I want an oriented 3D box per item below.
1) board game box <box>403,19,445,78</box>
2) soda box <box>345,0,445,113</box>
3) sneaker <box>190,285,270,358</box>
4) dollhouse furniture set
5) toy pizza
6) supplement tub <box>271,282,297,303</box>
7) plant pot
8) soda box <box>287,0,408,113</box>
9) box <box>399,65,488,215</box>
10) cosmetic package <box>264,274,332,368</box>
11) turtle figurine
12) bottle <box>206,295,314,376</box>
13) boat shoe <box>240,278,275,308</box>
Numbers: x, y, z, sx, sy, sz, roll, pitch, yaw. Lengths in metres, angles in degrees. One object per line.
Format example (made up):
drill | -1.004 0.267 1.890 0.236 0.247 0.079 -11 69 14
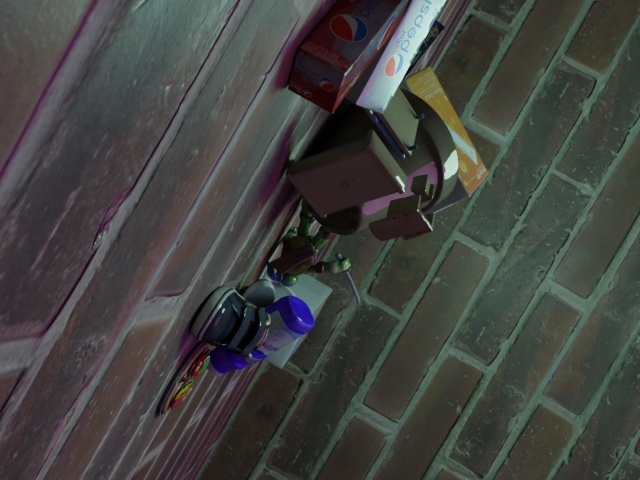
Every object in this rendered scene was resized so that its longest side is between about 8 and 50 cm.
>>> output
board game box | 0.265 -0.525 2.119 0.165 0.042 0.243 -51 -177 3
soda box | 0.125 -0.382 1.357 0.091 0.098 0.286 5 121 -51
sneaker | -0.179 0.178 1.609 0.126 0.127 0.321 -58 174 -2
dollhouse furniture set | 0.103 -0.193 1.590 0.198 0.286 0.303 -15 -138 32
toy pizza | -0.300 0.314 1.704 0.201 0.032 0.201 -59 175 -8
supplement tub | -0.130 0.198 2.085 0.144 0.144 0.199 -58 175 -16
plant pot | 0.114 -0.157 1.761 0.280 0.323 0.323 -38 163 -33
soda box | 0.051 -0.325 1.190 0.263 0.083 0.092 -56 173 -33
box | 0.278 -0.265 2.023 0.168 0.345 0.215 -26 -172 33
cosmetic package | -0.106 0.261 2.629 0.230 0.161 0.453 -61 174 10
turtle figurine | 0.000 0.000 1.998 0.198 0.275 0.266 -114 -140 -52
bottle | -0.155 0.238 1.821 0.283 0.092 0.118 -32 151 16
boat shoe | -0.168 0.148 1.849 0.228 0.080 0.076 114 -29 -51
